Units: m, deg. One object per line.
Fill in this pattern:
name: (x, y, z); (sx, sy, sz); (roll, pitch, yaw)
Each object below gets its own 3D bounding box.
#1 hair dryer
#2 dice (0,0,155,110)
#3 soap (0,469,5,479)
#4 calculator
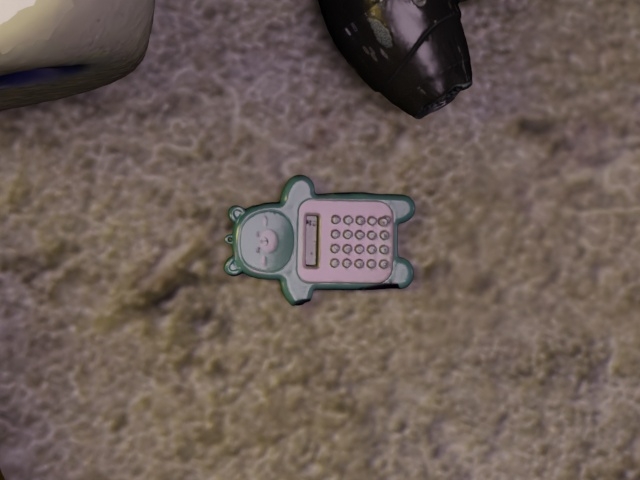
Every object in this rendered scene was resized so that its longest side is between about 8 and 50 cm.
hair dryer: (0.103, -0.234, 1.287); (0.272, 0.091, 0.235); (-27, 84, -24)
dice: (-0.251, -0.233, 1.072); (0.277, 0.304, 0.304); (-9, 91, -12)
soap: (-0.265, 0.089, 1.143); (0.073, 0.140, 0.232); (-20, 93, -13)
calculator: (0.000, 0.000, 1.269); (0.141, 0.019, 0.094); (0, 91, -13)
